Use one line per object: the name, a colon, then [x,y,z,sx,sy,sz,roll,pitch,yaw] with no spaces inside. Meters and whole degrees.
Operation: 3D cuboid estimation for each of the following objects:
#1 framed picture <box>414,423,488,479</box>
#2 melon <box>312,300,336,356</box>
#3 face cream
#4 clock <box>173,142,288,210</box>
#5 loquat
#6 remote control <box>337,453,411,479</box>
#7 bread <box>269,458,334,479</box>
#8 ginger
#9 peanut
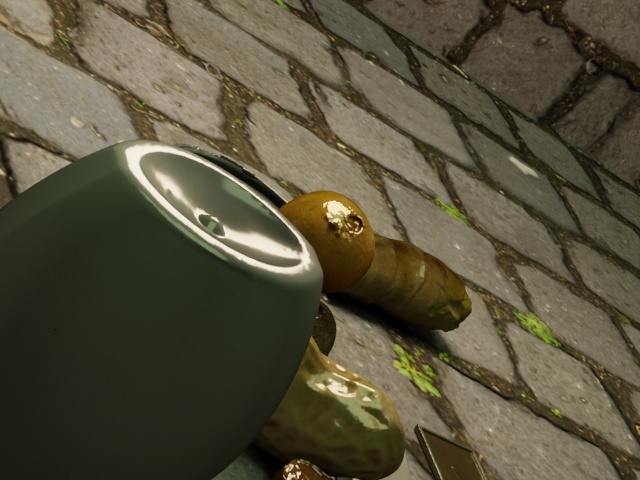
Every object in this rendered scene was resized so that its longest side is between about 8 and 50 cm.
framed picture: [0.183,0.307,2.078,0.109,0.011,0.149,27,25,-31]
melon: [-0.033,0.116,1.972,0.099,0.099,0.162,42,22,6]
face cream: [-0.185,0.102,1.362,0.312,0.357,0.219,28,24,-31]
clock: [-0.113,-0.019,2.169,0.280,0.055,0.280,34,21,-15]
loquat: [0.000,0.000,2.063,0.141,0.141,0.141,34,21,-15]
remote control: [0.066,0.294,1.867,0.103,0.034,0.250,32,21,-22]
bread: [-0.020,0.280,1.721,0.085,0.053,0.085,25,34,-19]
ginger: [0.107,0.055,2.335,0.263,0.116,0.109,19,-12,-34]
peanut: [-0.044,0.158,1.791,0.325,0.153,0.140,33,25,-1]
